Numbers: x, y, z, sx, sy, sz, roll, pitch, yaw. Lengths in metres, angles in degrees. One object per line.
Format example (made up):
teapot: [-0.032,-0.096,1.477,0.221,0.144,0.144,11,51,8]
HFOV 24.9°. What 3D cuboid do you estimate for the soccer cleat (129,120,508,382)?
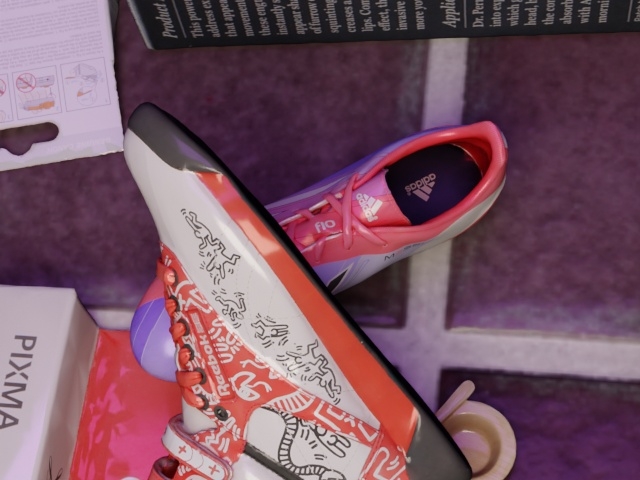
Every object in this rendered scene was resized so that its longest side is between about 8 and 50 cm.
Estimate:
soccer cleat: [0.000,0.000,0.839,0.248,0.095,0.083,-27,80,-16]

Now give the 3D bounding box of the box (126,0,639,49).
box: [0.065,-0.304,0.928,0.395,0.212,0.293,-1,65,6]

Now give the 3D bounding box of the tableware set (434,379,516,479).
tableware set: [0.081,0.167,0.810,0.141,0.020,0.168,-40,67,-12]

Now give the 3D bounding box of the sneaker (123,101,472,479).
sneaker: [-0.053,0.069,0.764,0.145,0.090,0.270,-39,102,2]

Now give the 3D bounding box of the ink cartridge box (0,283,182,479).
ink cartridge box: [-0.163,0.172,0.814,0.261,0.066,0.296,3,65,9]

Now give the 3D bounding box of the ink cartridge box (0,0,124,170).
ink cartridge box: [-0.208,-0.133,0.987,0.145,0.045,0.179,-9,82,2]
